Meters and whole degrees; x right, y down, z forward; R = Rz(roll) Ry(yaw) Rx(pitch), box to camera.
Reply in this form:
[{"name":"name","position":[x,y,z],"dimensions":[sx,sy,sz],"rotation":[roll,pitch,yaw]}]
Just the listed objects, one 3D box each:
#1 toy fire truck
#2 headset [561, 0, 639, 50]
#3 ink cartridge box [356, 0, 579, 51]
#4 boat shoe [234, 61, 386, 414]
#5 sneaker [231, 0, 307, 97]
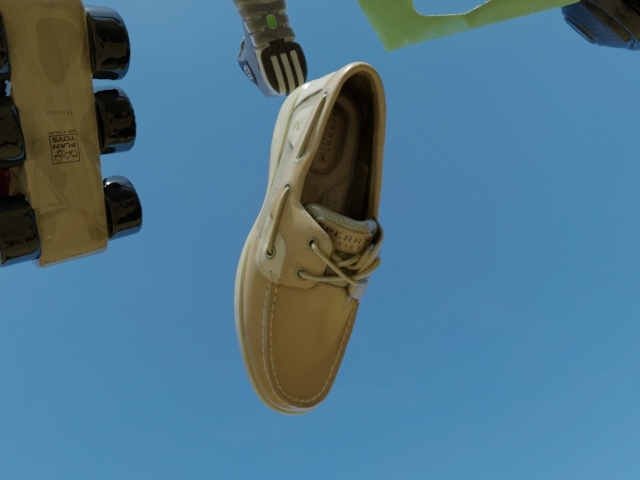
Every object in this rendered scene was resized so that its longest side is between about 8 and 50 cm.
[{"name":"toy fire truck","position":[-0.294,-0.109,0.455],"dimensions":[0.158,0.246,0.217],"rotation":[-19,-57,-41]},{"name":"headset","position":[0.344,-0.310,0.519],"dimensions":[0.185,0.395,0.243],"rotation":[23,-37,-28]},{"name":"ink cartridge box","position":[0.050,-0.215,0.332],"dimensions":[0.235,0.171,0.056],"rotation":[47,-122,-39]},{"name":"boat shoe","position":[0.000,0.000,0.439],"dimensions":[0.109,0.098,0.303],"rotation":[12,-97,-26]},{"name":"sneaker","position":[-0.094,-0.307,0.713],"dimensions":[0.086,0.132,0.229],"rotation":[-16,-79,-22]}]
